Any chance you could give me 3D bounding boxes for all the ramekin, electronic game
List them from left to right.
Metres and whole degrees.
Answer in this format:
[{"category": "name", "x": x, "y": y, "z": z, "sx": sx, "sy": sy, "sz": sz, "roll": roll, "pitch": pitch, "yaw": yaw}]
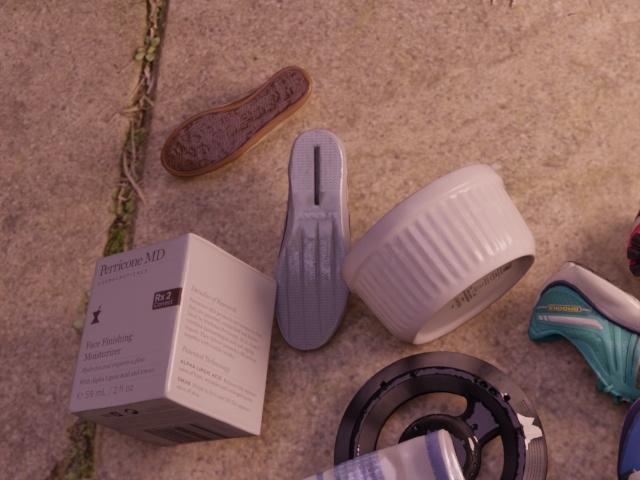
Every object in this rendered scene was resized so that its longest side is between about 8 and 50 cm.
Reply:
[{"category": "electronic game", "x": 0.126, "y": 0.231, "z": 1.170, "sx": 0.229, "sy": 0.048, "sz": 0.229, "roll": -5, "pitch": 69, "yaw": 14}, {"category": "ramekin", "x": 0.135, "y": 0.023, "z": 1.188, "sx": 0.207, "sy": 0.207, "sz": 0.109, "roll": -33, "pitch": 71, "yaw": -6}]

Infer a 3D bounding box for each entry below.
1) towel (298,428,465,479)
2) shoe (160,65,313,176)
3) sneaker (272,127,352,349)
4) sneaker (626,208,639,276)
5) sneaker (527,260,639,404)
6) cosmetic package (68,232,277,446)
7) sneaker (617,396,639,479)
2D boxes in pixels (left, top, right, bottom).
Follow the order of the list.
[{"category": "towel", "x": 0.034, "y": 0.331, "z": 1.117, "sx": 0.285, "sy": 0.034, "sz": 0.209, "roll": -21, "pitch": 67, "yaw": 10}, {"category": "shoe", "x": -0.103, "y": -0.145, "z": 1.401, "sx": 0.219, "sy": 0.058, "sz": 0.076, "roll": -30, "pitch": 82, "yaw": 0}, {"category": "sneaker", "x": 0.000, "y": 0.000, "z": 1.290, "sx": 0.094, "sy": 0.091, "sz": 0.258, "roll": 6, "pitch": 86, "yaw": 8}, {"category": "sneaker", "x": 0.486, "y": 0.016, "z": 1.174, "sx": 0.299, "sy": 0.121, "sz": 0.112, "roll": 20, "pitch": 39, "yaw": 11}, {"category": "sneaker", "x": 0.347, "y": 0.132, "z": 1.165, "sx": 0.275, "sy": 0.107, "sz": 0.110, "roll": 34, "pitch": 94, "yaw": 28}, {"category": "cosmetic package", "x": -0.157, "y": 0.114, "z": 1.199, "sx": 0.151, "sy": 0.151, "sz": 0.183, "roll": -14, "pitch": 59, "yaw": 35}, {"category": "sneaker", "x": 0.323, "y": 0.283, "z": 0.971, "sx": 0.130, "sy": 0.236, "sz": 0.322, "roll": -12, "pitch": 74, "yaw": 24}]
